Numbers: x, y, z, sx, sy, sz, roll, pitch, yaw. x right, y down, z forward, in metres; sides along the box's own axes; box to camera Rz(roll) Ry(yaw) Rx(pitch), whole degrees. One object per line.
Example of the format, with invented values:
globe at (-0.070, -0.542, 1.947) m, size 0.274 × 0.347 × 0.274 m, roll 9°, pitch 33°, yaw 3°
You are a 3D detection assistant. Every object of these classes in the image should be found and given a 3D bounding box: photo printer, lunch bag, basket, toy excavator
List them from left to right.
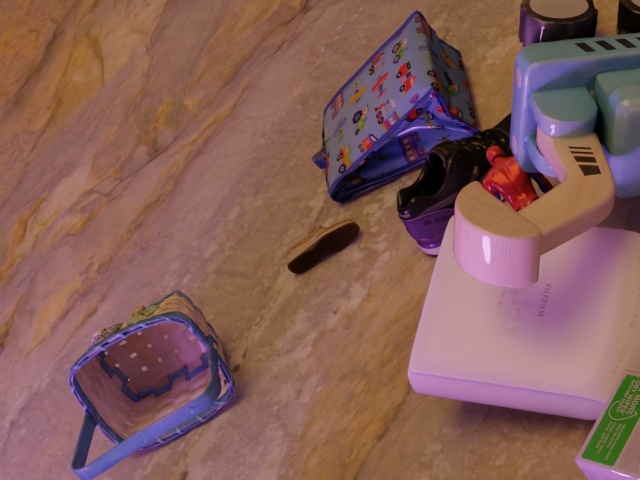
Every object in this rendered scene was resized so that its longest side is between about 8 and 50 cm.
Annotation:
basket at (-0.261, 0.223, 2.137) m, size 0.255 × 0.201 × 0.289 m, roll -31°, pitch 27°, yaw 10°
lunch bag at (0.100, -0.204, 2.357) m, size 0.293 × 0.138 × 0.221 m, roll -33°, pitch 38°, yaw 24°
photo printer at (0.288, 0.098, 1.816) m, size 0.308 × 0.107 × 0.256 m, roll 7°, pitch 67°, yaw 28°
toy excavator at (0.348, -0.131, 1.823) m, size 0.433 × 0.222 × 0.445 m, roll -7°, pitch 37°, yaw -7°

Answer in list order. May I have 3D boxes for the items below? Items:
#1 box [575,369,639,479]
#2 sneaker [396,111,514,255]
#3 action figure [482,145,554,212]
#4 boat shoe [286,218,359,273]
box at (0.432, 0.269, 1.443) m, size 0.231 × 0.262 × 0.126 m, roll 12°, pitch 61°, yaw 46°
sneaker at (0.230, -0.115, 2.134) m, size 0.283 × 0.124 × 0.107 m, roll -49°, pitch 38°, yaw -13°
action figure at (0.315, -0.016, 2.003) m, size 0.091 × 0.139 × 0.280 m, roll -32°, pitch 59°, yaw 7°
boat shoe at (0.000, 0.000, 2.275) m, size 0.135 × 0.050 × 0.045 m, roll -31°, pitch 43°, yaw 12°
